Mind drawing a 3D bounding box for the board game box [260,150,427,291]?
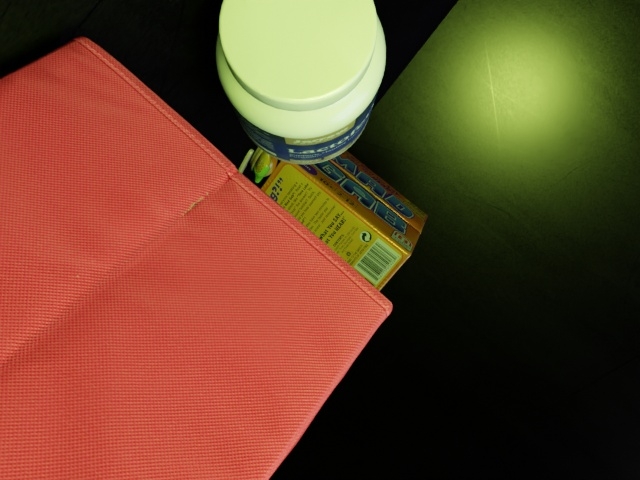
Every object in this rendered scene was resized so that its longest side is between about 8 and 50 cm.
[{"bbox_3d":[0.000,0.000,1.839,0.356,0.356,0.356,-51,180,22],"label":"board game box"}]

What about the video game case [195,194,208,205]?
[{"bbox_3d":[-0.169,0.015,0.832,0.201,0.023,0.183,-51,-136,38],"label":"video game case"}]

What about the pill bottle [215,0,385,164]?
[{"bbox_3d":[-0.018,-0.163,0.707,0.153,0.153,0.264,-51,179,-1],"label":"pill bottle"}]

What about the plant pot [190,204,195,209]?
[{"bbox_3d":[-0.187,-0.002,0.712,0.096,0.109,0.109,-29,163,-50],"label":"plant pot"}]

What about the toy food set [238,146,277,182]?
[{"bbox_3d":[-0.078,-0.165,1.327,0.192,0.038,0.132,-50,179,-36],"label":"toy food set"}]

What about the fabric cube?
[{"bbox_3d":[-0.165,0.090,0.436,0.258,0.259,0.254,-47,178,-43],"label":"fabric cube"}]
